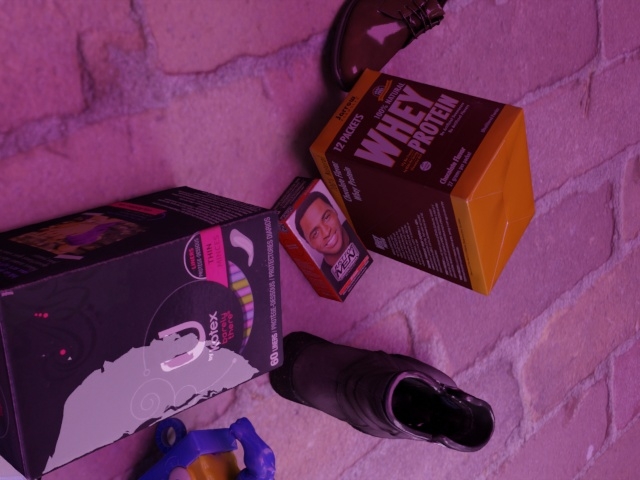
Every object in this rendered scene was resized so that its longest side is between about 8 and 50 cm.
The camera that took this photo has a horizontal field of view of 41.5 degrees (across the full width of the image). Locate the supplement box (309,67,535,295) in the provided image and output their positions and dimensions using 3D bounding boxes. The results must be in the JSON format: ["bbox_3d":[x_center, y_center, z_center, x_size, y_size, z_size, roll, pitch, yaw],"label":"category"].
[{"bbox_3d":[0.122,-0.066,0.962,0.129,0.194,0.191,-56,148,-21],"label":"supplement box"}]

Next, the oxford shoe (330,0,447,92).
[{"bbox_3d":[0.091,-0.266,0.997,0.227,0.096,0.083,-56,132,-19],"label":"oxford shoe"}]

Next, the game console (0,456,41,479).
[{"bbox_3d":[-0.319,0.314,0.658,0.173,0.250,0.293,6,93,-18],"label":"game console"}]

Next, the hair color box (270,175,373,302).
[{"bbox_3d":[0.000,0.000,0.992,0.072,0.043,0.141,-53,128,-23],"label":"hair color box"}]

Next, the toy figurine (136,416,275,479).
[{"bbox_3d":[-0.115,0.290,0.880,0.362,0.217,0.191,-44,159,25],"label":"toy figurine"}]

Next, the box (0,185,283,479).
[{"bbox_3d":[-0.179,0.065,0.753,0.270,0.143,0.165,-20,116,-40],"label":"box"}]

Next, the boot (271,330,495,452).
[{"bbox_3d":[0.121,0.205,1.020,0.338,0.222,0.118,18,84,-44],"label":"boot"}]
